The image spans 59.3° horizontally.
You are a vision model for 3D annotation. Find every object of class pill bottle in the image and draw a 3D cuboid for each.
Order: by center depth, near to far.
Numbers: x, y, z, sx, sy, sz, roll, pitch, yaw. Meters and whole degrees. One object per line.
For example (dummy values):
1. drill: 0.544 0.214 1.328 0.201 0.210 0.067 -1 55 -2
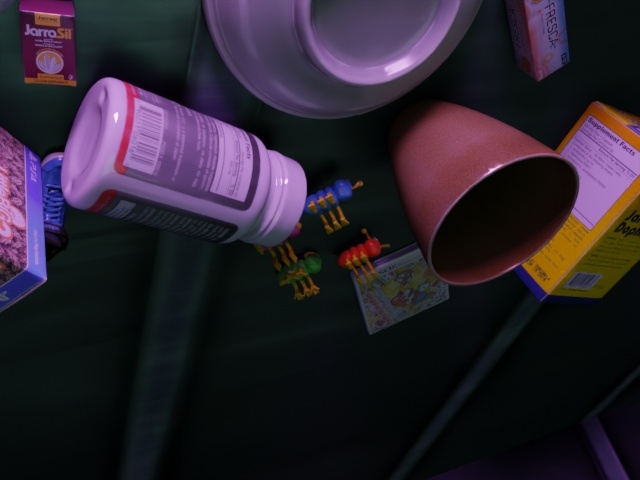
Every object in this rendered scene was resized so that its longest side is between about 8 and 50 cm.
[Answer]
1. pill bottle: -0.169 -0.086 0.740 0.283 0.161 0.161 17 122 -39

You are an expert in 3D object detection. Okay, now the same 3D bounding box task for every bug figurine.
1. bug figurine: 0.000 0.000 0.987 0.216 0.072 0.279 -25 144 5

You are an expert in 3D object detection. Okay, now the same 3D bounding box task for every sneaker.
1. sneaker: -0.356 -0.037 0.747 0.058 0.084 0.152 14 124 -37

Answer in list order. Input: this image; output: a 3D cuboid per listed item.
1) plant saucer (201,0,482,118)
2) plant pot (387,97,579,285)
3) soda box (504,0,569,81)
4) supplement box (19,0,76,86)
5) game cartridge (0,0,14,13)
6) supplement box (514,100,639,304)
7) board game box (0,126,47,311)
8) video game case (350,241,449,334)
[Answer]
1. plant saucer: 0.060 -0.307 0.689 0.400 0.100 0.400 -15 137 -14
2. plant pot: 0.211 -0.103 0.859 0.237 0.254 0.237 -14 137 -14
3. soda box: 0.320 -0.330 0.837 0.063 0.058 0.183 -32 140 5
4. supplement box: -0.300 -0.219 0.624 0.055 0.043 0.083 -3 133 -24
5. game cartridge: -0.350 -0.259 0.579 0.083 0.017 0.056 -37 142 9
6. supplement box: 0.550 -0.061 1.129 0.195 0.194 0.356 6 129 -32
7. board game box: -0.440 -0.070 0.557 0.141 0.232 0.291 -33 139 5
8. video game case: 0.179 0.100 1.219 0.206 0.026 0.227 -24 139 -5
